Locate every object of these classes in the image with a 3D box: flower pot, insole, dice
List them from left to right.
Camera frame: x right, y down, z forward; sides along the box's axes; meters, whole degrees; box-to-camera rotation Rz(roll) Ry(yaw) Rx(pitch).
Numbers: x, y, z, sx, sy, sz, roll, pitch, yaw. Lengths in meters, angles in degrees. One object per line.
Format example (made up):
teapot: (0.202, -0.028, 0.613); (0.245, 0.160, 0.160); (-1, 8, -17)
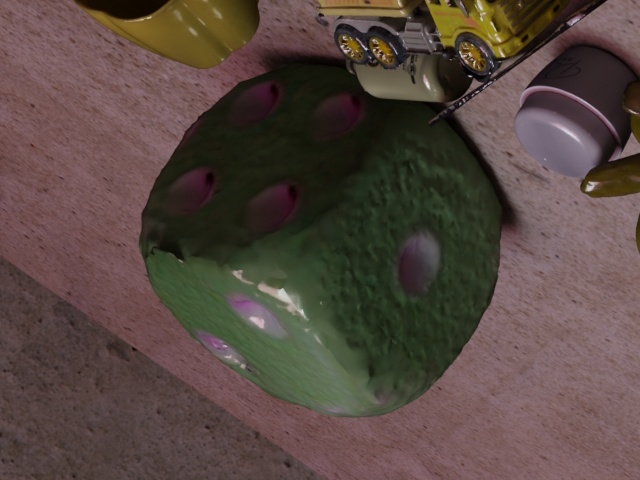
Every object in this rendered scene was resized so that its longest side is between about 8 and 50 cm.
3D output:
flower pot: (-0.161, -0.288, 2.134); (0.195, 0.195, 0.179); (22, 168, 29)
dice: (0.000, 0.000, 2.295); (0.330, 0.322, 0.318); (11, 148, 43)
insole: (0.203, -0.184, 1.905); (0.009, 0.119, 0.348); (54, 153, -1)

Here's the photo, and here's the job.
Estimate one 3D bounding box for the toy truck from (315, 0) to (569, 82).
toy truck: (0.101, -0.260, 1.882); (0.272, 0.124, 0.157); (13, 140, 50)

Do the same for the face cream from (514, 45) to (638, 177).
face cream: (0.260, -0.129, 1.938); (0.117, 0.104, 0.117); (29, 158, 13)

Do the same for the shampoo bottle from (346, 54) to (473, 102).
shampoo bottle: (0.089, -0.192, 2.091); (0.162, 0.079, 0.079); (9, 147, 48)

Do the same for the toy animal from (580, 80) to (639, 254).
toy animal: (0.374, -0.023, 1.884); (0.181, 0.180, 0.363); (57, 163, 26)
